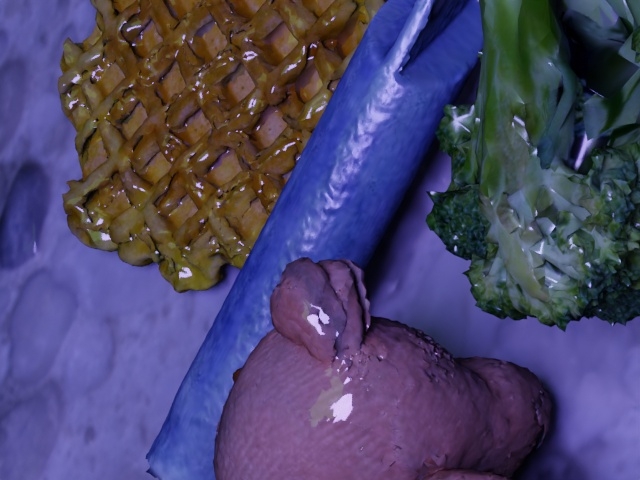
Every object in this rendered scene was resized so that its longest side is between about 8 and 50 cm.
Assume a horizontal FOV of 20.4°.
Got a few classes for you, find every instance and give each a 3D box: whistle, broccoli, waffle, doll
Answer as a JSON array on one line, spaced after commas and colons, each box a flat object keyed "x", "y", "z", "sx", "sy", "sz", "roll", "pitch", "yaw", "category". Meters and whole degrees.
[{"x": 0.000, "y": 0.000, "z": 0.919, "sx": 0.062, "sy": 0.062, "sz": 0.304, "roll": 37, "pitch": 106, "yaw": 37, "category": "whistle"}, {"x": 0.135, "y": -0.088, "z": 0.750, "sx": 0.265, "sy": 0.294, "sz": 0.245, "roll": -43, "pitch": 91, "yaw": -13, "category": "broccoli"}, {"x": -0.055, "y": -0.095, "z": 1.024, "sx": 0.245, "sy": 0.052, "sz": 0.254, "roll": 1, "pitch": 82, "yaw": 36, "category": "waffle"}, {"x": 0.085, "y": 0.143, "z": 0.821, "sx": 0.303, "sy": 0.156, "sz": 0.201, "roll": 42, "pitch": 147, "yaw": 16, "category": "doll"}]
